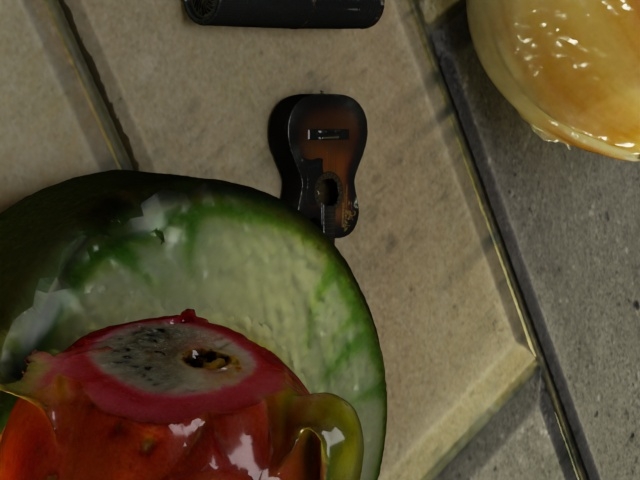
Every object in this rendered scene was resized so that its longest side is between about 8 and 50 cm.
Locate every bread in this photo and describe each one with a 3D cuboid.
[{"bbox_3d":[-0.115,0.138,1.116,0.382,0.129,0.366,17,83,-46],"label":"bread"}]

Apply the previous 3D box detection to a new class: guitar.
[{"bbox_3d":[0.000,0.000,1.301,0.088,0.025,0.233,-4,96,-46],"label":"guitar"}]

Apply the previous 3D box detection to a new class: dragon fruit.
[{"bbox_3d":[-0.083,0.159,0.904,0.224,0.224,0.227,-25,119,-42],"label":"dragon fruit"}]

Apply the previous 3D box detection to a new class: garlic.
[{"bbox_3d":[0.261,-0.208,1.432,0.286,0.249,0.313,-23,88,-26],"label":"garlic"}]

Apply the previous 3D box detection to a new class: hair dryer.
[{"bbox_3d":[-0.032,-0.255,1.247,0.173,0.050,0.194,-8,93,-46],"label":"hair dryer"}]
